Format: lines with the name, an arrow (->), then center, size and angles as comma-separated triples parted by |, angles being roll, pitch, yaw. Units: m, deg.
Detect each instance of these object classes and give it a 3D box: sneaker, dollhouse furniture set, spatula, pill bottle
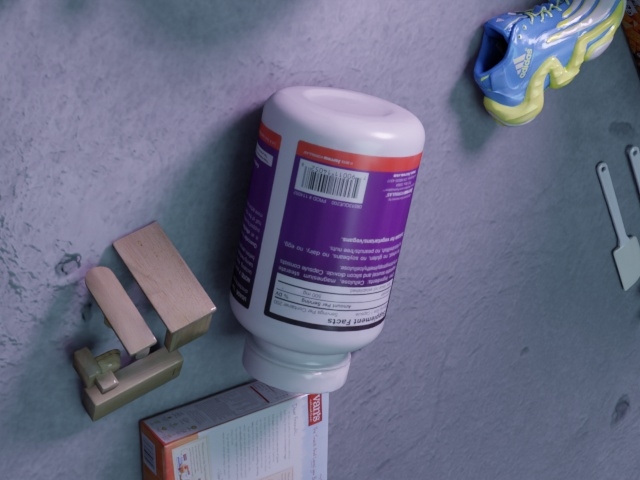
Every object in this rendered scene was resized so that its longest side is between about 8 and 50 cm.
sneaker -> 0.280, -0.258, 1.613 | 0.240, 0.091, 0.126 | -53, 132, -3
dollhouse furniture set -> -0.217, 0.091, 1.442 | 0.144, 0.123, 0.151 | -27, 160, -25
spatula -> 0.482, -0.058, 1.920 | 0.168, 0.019, 0.242 | -35, 128, -13
pill bottle -> 0.000, 0.000, 1.462 | 0.181, 0.181, 0.323 | -3, 113, -37

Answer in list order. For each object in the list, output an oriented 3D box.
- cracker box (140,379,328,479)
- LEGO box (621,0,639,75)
cracker box -> -0.101, 0.262, 1.588 | 0.232, 0.067, 0.156 | -15, 121, -31
LEGO box -> 0.613, -0.442, 1.712 | 0.500, 0.193, 0.372 | -44, 131, -13
